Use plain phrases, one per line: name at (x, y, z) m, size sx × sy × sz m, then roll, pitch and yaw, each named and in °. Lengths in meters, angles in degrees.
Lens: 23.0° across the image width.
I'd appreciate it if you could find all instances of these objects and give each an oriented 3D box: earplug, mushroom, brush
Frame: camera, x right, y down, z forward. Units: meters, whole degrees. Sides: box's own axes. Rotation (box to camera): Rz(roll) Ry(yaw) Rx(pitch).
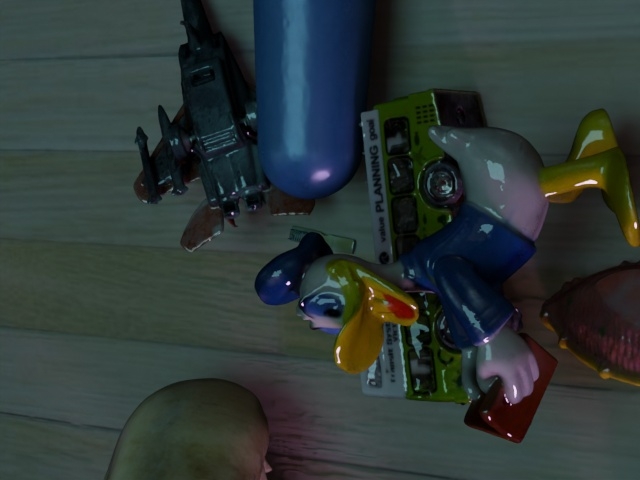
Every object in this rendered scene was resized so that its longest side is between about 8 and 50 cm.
earplug at (-0.007, -0.177, 1.570) m, size 0.132 × 0.132 × 0.273 m, roll 1°, pitch 89°, yaw 35°
mushroom at (-0.118, 0.286, 1.664) m, size 0.234 × 0.254 × 0.260 m, roll 22°, pitch 115°, yaw -7°
brush at (0.000, 0.000, 1.670) m, size 0.083 × 0.013 × 0.016 m, roll 13°, pitch 99°, yaw 32°

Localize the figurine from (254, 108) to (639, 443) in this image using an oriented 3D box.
figurine at (0.112, 0.040, 1.397) m, size 0.338 × 0.204 × 0.284 m, roll -6°, pitch 92°, yaw 5°

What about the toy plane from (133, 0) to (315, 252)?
toy plane at (-0.116, -0.158, 1.681) m, size 0.222 × 0.104 × 0.326 m, roll -18°, pitch 80°, yaw 8°

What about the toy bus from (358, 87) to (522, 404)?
toy bus at (0.107, 0.009, 1.541) m, size 0.139 × 0.113 × 0.302 m, roll -6°, pitch 88°, yaw 34°

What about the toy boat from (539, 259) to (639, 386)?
toy boat at (0.331, 0.079, 1.402) m, size 0.318 × 0.099 × 0.141 m, roll 13°, pitch 60°, yaw 33°
